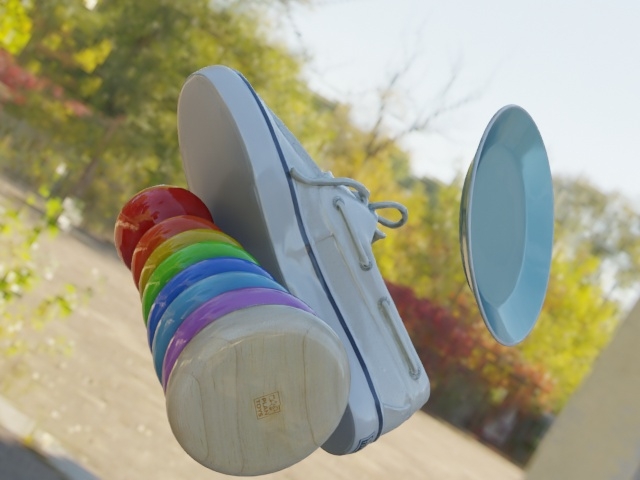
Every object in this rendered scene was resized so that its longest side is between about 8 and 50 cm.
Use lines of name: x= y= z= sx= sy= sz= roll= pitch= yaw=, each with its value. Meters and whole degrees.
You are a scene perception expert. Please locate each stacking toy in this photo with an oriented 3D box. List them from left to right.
stacking toy: x=-0.094 y=0.051 z=1.198 sx=0.141 sy=0.141 sz=0.330 roll=31 pitch=10 yaw=-30

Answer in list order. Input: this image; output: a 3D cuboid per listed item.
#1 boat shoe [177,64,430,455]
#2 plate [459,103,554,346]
boat shoe: x=0.005 y=-0.001 z=1.333 sx=0.136 sy=0.156 sz=0.367 roll=-34 pitch=-99 yaw=56
plate: x=0.142 y=-0.012 z=1.141 sx=0.024 sy=0.188 sz=0.188 roll=2 pitch=-14 yaw=28
